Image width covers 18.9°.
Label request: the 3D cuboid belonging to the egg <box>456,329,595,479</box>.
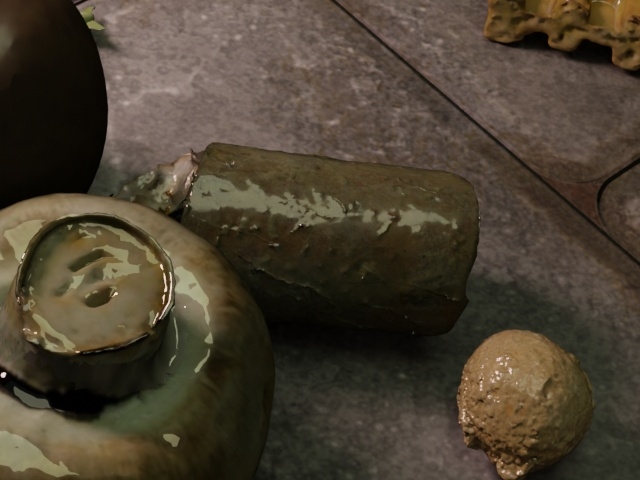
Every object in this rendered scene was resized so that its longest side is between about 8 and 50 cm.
[{"bbox_3d":[0.182,0.143,1.703,0.118,0.116,0.140,-31,44,19],"label":"egg"}]

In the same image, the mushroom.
[{"bbox_3d":[-0.201,0.114,1.536,0.352,0.260,0.352,8,51,-11],"label":"mushroom"}]

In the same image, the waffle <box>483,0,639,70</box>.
[{"bbox_3d":[0.364,-0.307,2.148,0.348,0.077,0.304,16,48,1],"label":"waffle"}]

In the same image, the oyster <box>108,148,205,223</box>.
[{"bbox_3d":[-0.153,-0.029,1.801,0.148,0.051,0.103,-39,25,-22],"label":"oyster"}]

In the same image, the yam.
[{"bbox_3d":[0.000,0.000,1.748,0.268,0.161,0.161,6,49,-8],"label":"yam"}]

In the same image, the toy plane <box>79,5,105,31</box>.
[{"bbox_3d":[-0.277,-0.219,1.947,0.111,0.040,0.102,-7,33,-21],"label":"toy plane"}]

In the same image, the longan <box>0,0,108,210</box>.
[{"bbox_3d":[-0.313,-0.130,1.691,0.243,0.300,0.300,-17,56,-29],"label":"longan"}]
